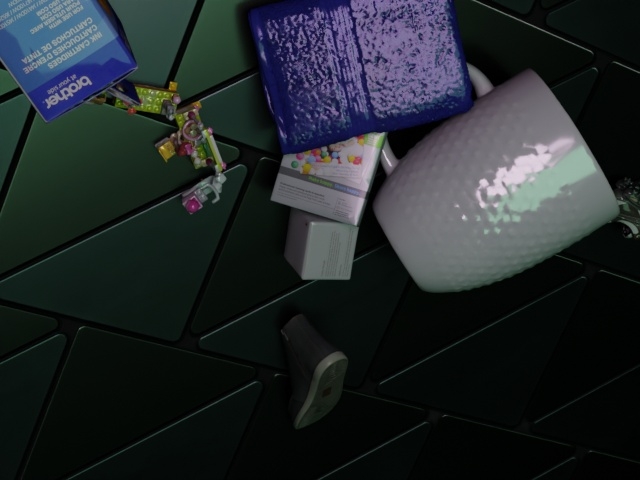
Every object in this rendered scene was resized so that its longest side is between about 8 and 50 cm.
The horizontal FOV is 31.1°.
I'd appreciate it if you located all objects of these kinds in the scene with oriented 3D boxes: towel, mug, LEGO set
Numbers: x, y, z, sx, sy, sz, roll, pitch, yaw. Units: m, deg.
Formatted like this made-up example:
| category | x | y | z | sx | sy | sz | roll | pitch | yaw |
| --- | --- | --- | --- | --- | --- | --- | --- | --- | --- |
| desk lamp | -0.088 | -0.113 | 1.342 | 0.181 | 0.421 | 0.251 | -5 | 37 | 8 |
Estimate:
| category | x | y | z | sx | sy | sz | roll | pitch | yaw |
| --- | --- | --- | --- | --- | --- | --- | --- | --- | --- |
| towel | 0.062 | -0.271 | 1.735 | 0.308 | 0.076 | 0.228 | -12 | 101 | 4 |
| mug | 0.237 | -0.113 | 1.836 | 0.328 | 0.276 | 0.374 | -32 | 88 | 7 |
| LEGO set | -0.231 | -0.165 | 1.710 | 0.132 | 0.107 | 0.287 | -44 | 119 | 1 |

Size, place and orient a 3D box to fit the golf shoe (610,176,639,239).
| category | x | y | z | sx | sy | sz | roll | pitch | yaw |
| --- | --- | --- | --- | --- | --- | --- | --- | --- | --- |
| golf shoe | 0.595 | -0.038 | 2.090 | 0.198 | 0.077 | 0.094 | 26 | 111 | -20 |

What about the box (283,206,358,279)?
| category | x | y | z | sx | sy | sz | roll | pitch | yaw |
| --- | --- | --- | --- | --- | --- | --- | --- | --- | --- |
| box | 0.000 | 0.000 | 1.865 | 0.087 | 0.102 | 0.101 | 0 | 112 | -22 |

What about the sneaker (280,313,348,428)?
| category | x | y | z | sx | sy | sz | roll | pitch | yaw |
| --- | --- | --- | --- | --- | --- | --- | --- | --- | --- |
| sneaker | -0.023 | 0.224 | 1.971 | 0.083 | 0.118 | 0.222 | -19 | 147 | -33 |

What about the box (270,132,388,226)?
| category | x | y | z | sx | sy | sz | roll | pitch | yaw |
| --- | --- | --- | --- | --- | --- | --- | --- | --- | --- |
| box | 0.018 | -0.130 | 1.796 | 0.145 | 0.038 | 0.186 | 18 | 91 | 7 |

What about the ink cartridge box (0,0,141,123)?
| category | x | y | z | sx | sy | sz | roll | pitch | yaw |
| --- | --- | --- | --- | --- | --- | --- | --- | --- | --- |
| ink cartridge box | -0.378 | -0.330 | 1.497 | 0.151 | 0.270 | 0.396 | -30 | 118 | -1 |
